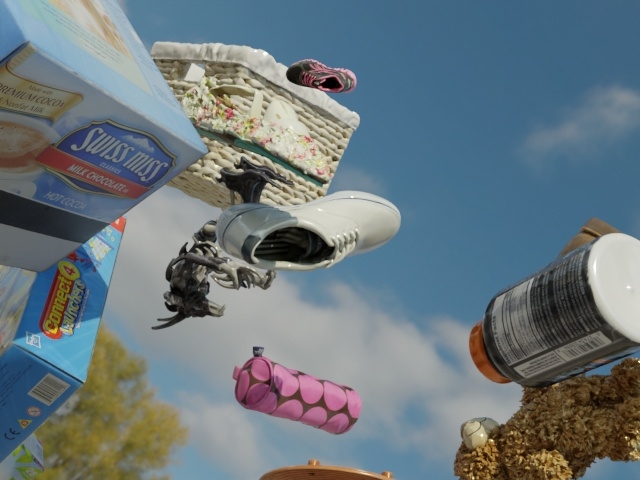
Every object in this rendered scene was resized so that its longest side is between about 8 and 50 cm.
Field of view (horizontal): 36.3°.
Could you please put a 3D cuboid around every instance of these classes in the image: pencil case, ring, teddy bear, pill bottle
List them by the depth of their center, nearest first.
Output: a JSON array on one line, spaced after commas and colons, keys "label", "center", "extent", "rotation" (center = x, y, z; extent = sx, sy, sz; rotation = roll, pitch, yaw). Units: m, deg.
[{"label": "pill bottle", "center": [0.277, 0.094, 1.129], "extent": [0.130, 0.130, 0.246], "rotation": [50, -37, -1]}, {"label": "teddy bear", "center": [0.323, 0.266, 1.384], "extent": [0.113, 0.245, 0.338], "rotation": [44, -39, -22]}, {"label": "pencil case", "center": [-0.036, 0.239, 1.515], "extent": [0.209, 0.095, 0.098], "rotation": [28, -16, -39]}, {"label": "ring", "center": [0.043, 0.495, 1.902], "extent": [0.337, 0.032, 0.336], "rotation": [7, -33, 4]}]

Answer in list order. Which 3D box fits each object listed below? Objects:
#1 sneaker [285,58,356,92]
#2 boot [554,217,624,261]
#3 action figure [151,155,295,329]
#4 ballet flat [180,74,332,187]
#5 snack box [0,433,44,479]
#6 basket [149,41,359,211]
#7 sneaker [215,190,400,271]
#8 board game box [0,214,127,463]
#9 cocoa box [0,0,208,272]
[{"label": "sneaker", "center": [-0.005, -0.261, 1.576], "extent": [0.119, 0.057, 0.047], "rotation": [11, -63, 18]}, {"label": "boot", "center": [0.420, 0.072, 1.298], "extent": [0.112, 0.115, 0.305], "rotation": [52, -6, -28]}, {"label": "action figure", "center": [-0.134, 0.026, 1.392], "extent": [0.141, 0.275, 0.164], "rotation": [29, 9, 3]}, {"label": "ballet flat", "center": [-0.077, -0.137, 1.144], "extent": [0.241, 0.077, 0.091], "rotation": [26, 2, 31]}, {"label": "snack box", "center": [-0.531, 0.295, 1.418], "extent": [0.070, 0.174, 0.207], "rotation": [-117, -179, -51]}, {"label": "basket", "center": [-0.169, -0.207, 1.923], "extent": [0.328, 0.266, 0.331], "rotation": [15, -9, 45]}, {"label": "sneaker", "center": [0.000, 0.000, 1.208], "extent": [0.091, 0.258, 0.094], "rotation": [45, -46, 47]}, {"label": "board game box", "center": [-0.368, 0.126, 1.131], "extent": [0.086, 0.302, 0.308], "rotation": [36, -64, -24]}, {"label": "cocoa box", "center": [-0.298, -0.140, 0.865], "extent": [0.231, 0.228, 0.347], "rotation": [58, 8, 15]}]
